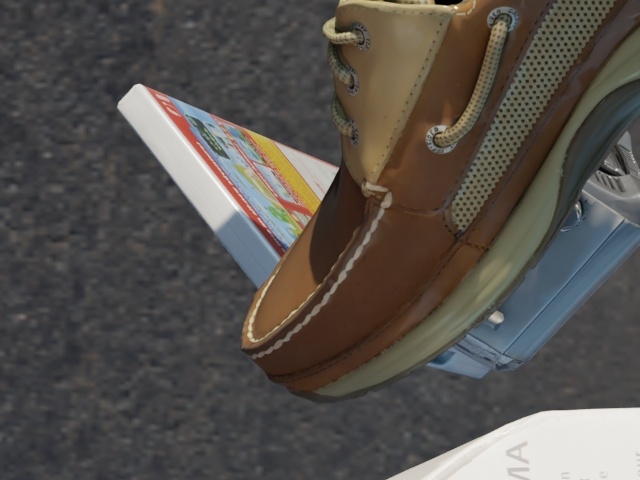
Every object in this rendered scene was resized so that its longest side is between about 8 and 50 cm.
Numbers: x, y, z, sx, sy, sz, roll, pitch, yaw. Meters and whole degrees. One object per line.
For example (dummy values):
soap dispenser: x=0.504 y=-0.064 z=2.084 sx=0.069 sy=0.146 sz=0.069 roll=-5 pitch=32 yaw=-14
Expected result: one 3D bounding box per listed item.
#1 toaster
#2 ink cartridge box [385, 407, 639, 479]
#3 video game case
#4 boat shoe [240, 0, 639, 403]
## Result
toaster: x=0.106 y=-0.027 z=1.122 sx=0.129 sy=0.146 sz=0.227 roll=33 pitch=18 yaw=-15
ink cartridge box: x=0.006 y=0.090 z=0.562 sx=0.224 sy=0.181 sz=0.056 roll=3 pitch=74 yaw=-18
video game case: x=0.000 y=0.000 z=1.259 sx=0.025 sy=0.204 sz=0.285 roll=-45 pitch=154 yaw=13
boat shoe: x=0.061 y=-0.076 z=0.717 sx=0.120 sy=0.324 sz=0.122 roll=32 pitch=27 yaw=-16
